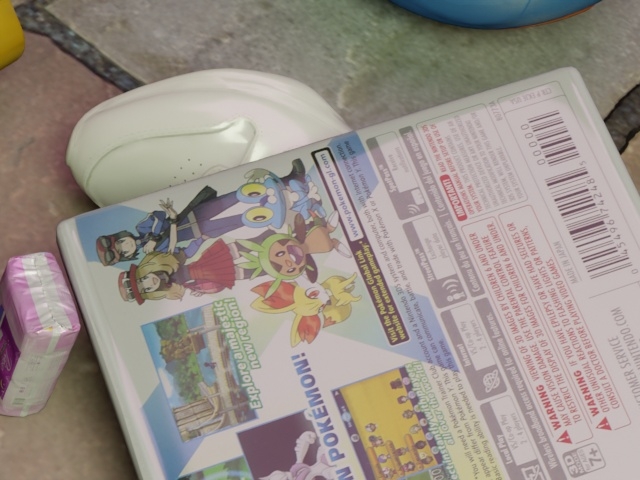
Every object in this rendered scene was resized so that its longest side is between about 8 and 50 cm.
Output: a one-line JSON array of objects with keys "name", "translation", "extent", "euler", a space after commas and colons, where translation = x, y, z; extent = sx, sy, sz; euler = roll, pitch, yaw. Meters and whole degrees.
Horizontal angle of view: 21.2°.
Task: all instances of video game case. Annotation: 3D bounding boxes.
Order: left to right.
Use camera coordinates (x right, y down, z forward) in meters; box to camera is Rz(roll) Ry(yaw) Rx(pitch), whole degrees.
[{"name": "video game case", "translation": [0.057, 0.093, 0.864], "extent": [0.300, 0.036, 0.329], "euler": [-18, 69, -11]}]

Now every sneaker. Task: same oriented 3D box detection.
[{"name": "sneaker", "translation": [0.000, 0.000, 0.962], "extent": [0.305, 0.114, 0.152], "euler": [17, 46, -4]}]

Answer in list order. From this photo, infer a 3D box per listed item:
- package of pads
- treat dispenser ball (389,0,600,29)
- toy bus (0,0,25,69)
[{"name": "package of pads", "translation": [-0.152, 0.050, 0.890], "extent": [0.032, 0.083, 0.050], "euler": [-4, 55, -27]}, {"name": "treat dispenser ball", "translation": [0.117, -0.283, 1.130], "extent": [0.288, 0.288, 0.288], "euler": [9, 48, -11]}, {"name": "toy bus", "translation": [-0.265, -0.097, 0.967], "extent": [0.202, 0.104, 0.191], "euler": [-20, 21, 4]}]
